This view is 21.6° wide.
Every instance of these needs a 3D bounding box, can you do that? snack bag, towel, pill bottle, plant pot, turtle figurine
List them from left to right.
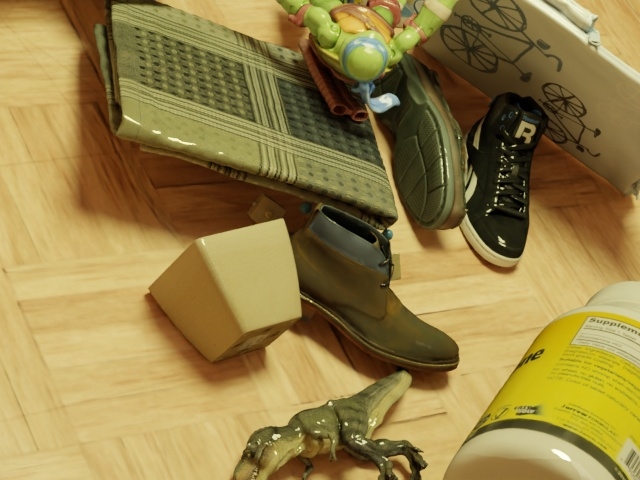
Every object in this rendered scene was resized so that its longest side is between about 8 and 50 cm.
[{"bbox_3d":[-0.080,0.054,1.603,0.109,0.109,0.096,-15,72,-40],"label":"plant pot"},{"bbox_3d":[-0.085,-0.138,1.772,0.324,0.056,0.312,19,30,-21],"label":"towel"},{"bbox_3d":[0.046,-0.288,1.834,0.266,0.197,0.275,-111,179,-75],"label":"turtle figurine"},{"bbox_3d":[0.268,-0.193,1.915,0.342,0.323,0.037,37,77,4],"label":"snack bag"},{"bbox_3d":[0.262,0.182,1.622,0.188,0.188,0.334,38,41,6],"label":"pill bottle"}]

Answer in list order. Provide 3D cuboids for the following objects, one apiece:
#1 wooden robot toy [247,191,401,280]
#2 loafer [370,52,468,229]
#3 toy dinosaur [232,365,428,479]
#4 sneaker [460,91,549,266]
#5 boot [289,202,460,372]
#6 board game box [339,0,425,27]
[{"bbox_3d":[0.000,0.000,1.745,0.173,0.076,0.079,18,8,-16],"label":"wooden robot toy"},{"bbox_3d":[0.130,-0.118,1.902,0.084,0.096,0.268,12,43,-30],"label":"loafer"},{"bbox_3d":[0.040,0.187,1.579,0.118,0.064,0.268,43,39,21],"label":"toy dinosaur"},{"bbox_3d":[0.211,-0.084,1.893,0.079,0.121,0.217,14,44,-18],"label":"sneaker"},{"bbox_3d":[0.058,0.050,1.672,0.219,0.106,0.082,24,23,-9],"label":"boot"},{"bbox_3d":[0.131,-0.319,2.058,0.201,0.136,0.035,1,50,-30],"label":"board game box"}]
